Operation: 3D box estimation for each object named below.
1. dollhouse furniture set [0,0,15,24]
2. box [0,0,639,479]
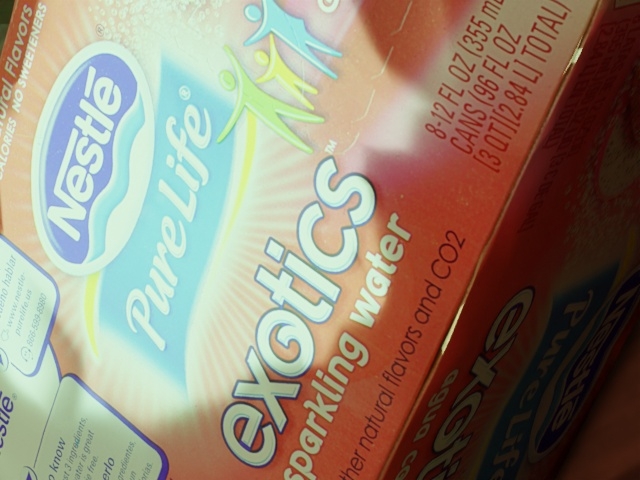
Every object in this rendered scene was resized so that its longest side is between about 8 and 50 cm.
[{"bbox_3d":[-0.094,-0.146,0.493,0.161,0.182,0.101,-40,74,29],"label":"dollhouse furniture set"},{"bbox_3d":[0.000,0.000,0.448,0.154,0.142,0.300,35,122,24],"label":"box"}]
